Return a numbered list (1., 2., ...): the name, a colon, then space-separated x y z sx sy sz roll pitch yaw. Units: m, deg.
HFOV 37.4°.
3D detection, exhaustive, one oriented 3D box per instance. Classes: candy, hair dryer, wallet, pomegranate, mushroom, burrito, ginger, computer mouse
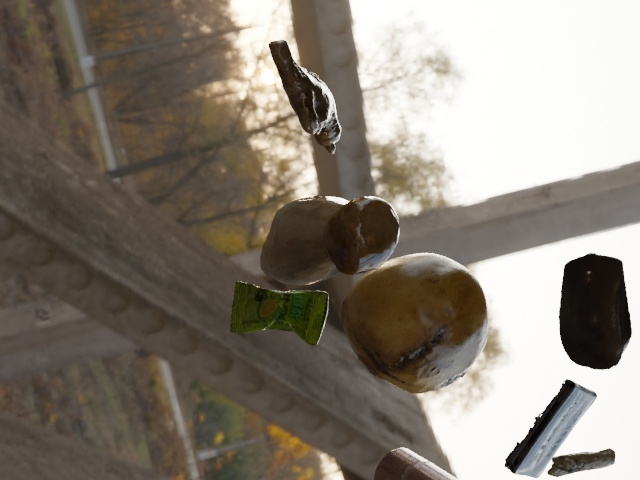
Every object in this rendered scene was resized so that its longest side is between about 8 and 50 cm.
1. candy: -0.110 0.181 2.386 0.069 0.247 0.148 68 30 -60
2. hair dryer: 0.163 0.651 2.120 0.210 0.352 0.125 22 -26 50
3. wallet: 0.461 0.379 1.882 0.036 0.222 0.167 40 6 35
4. pomegranate: 0.165 0.143 1.647 0.260 0.261 0.260 166 -90 -82
5. mushroom: 0.000 0.000 1.341 0.350 0.128 0.128 -8 -84 68
6. burrito: 0.609 0.516 2.201 0.042 0.171 0.051 -107 -165 -59
7. ginger: -0.017 -0.278 1.919 0.333 0.080 0.166 48 24 -72
8. computer mouse: 0.672 0.173 2.341 0.168 0.087 0.295 -8 -100 39
